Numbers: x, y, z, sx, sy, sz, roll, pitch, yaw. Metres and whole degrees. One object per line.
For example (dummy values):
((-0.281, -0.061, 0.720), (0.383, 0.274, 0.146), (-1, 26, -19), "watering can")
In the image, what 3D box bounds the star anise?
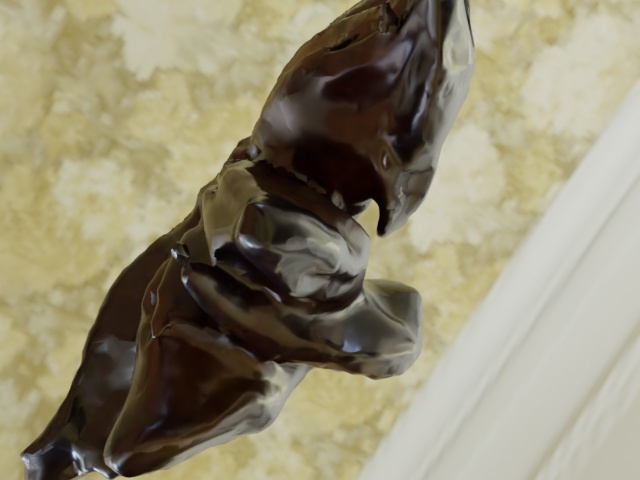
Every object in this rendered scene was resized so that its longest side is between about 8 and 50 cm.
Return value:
((0.000, 0.000, 0.609), (0.272, 0.102, 0.272), (-52, -175, 6), "star anise")
